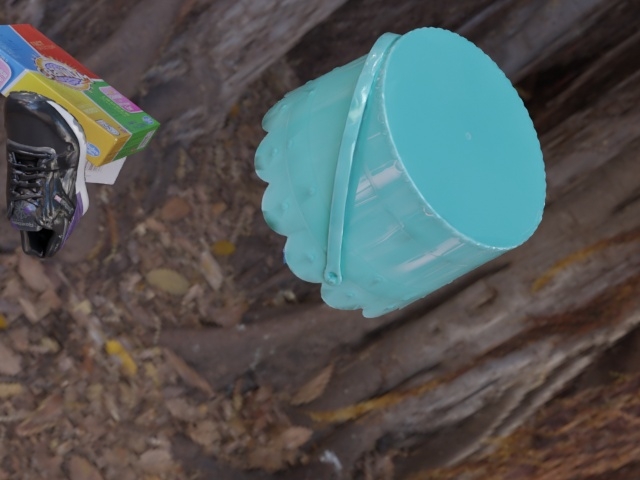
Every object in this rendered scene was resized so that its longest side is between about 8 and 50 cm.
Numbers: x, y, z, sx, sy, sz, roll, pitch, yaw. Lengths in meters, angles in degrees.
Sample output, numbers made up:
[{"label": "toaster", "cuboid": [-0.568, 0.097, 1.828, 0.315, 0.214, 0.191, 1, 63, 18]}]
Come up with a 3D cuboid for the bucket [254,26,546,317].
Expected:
[{"label": "bucket", "cuboid": [0.088, -0.075, 1.155, 0.281, 0.183, 0.281, 21, 57, -36]}]

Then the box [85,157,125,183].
[{"label": "box", "cuboid": [-0.481, -0.204, 2.223, 0.130, 0.091, 0.170, 3, 42, -38]}]

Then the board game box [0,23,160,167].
[{"label": "board game box", "cuboid": [-0.462, -0.265, 1.986, 0.316, 0.064, 0.242, 37, 16, 0]}]

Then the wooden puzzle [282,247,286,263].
[{"label": "wooden puzzle", "cuboid": [0.000, 0.000, 1.554, 0.078, 0.116, 0.014, 76, 4, -54]}]

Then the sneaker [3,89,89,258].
[{"label": "sneaker", "cuboid": [-0.389, -0.080, 1.553, 0.283, 0.107, 0.124, 89, 14, -53]}]
